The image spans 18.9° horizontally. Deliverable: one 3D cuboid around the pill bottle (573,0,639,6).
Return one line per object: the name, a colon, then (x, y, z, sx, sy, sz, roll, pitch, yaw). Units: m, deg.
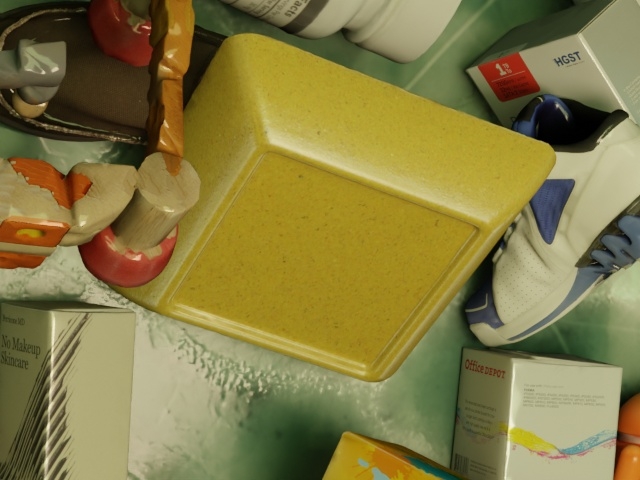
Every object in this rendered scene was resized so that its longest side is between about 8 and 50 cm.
pill bottle: (0.373, -0.189, 1.950, 0.161, 0.161, 0.283, -38, 104, -14)

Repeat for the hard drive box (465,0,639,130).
hard drive box: (0.281, -0.114, 1.905, 0.089, 0.181, 0.232, -41, 104, -30)

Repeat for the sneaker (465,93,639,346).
sneaker: (0.230, -0.039, 1.855, 0.127, 0.315, 0.182, -35, 86, -40)

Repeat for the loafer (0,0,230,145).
loafer: (-0.142, -0.153, 1.789, 0.366, 0.130, 0.134, 3, 91, -19)

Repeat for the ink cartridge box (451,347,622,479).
ink cartridge box: (0.214, 0.200, 1.930, 0.127, 0.128, 0.176, 4, 92, -19)

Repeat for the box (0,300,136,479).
box: (-0.240, 0.195, 1.773, 0.094, 0.113, 0.275, 2, 91, -35)

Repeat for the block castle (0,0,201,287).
block castle: (-0.324, -0.127, 1.585, 0.453, 0.213, 0.303, 6, 69, -19)

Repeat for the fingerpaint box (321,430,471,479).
fingerpaint box: (0.106, 0.455, 1.762, 0.371, 0.163, 0.445, 24, 90, 25)

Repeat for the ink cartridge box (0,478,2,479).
ink cartridge box: (-0.411, 0.150, 1.669, 0.117, 0.207, 0.283, -43, 105, -12)

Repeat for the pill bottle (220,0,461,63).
pill bottle: (-0.045, -0.311, 1.778, 0.361, 0.204, 0.204, 23, 85, -19)

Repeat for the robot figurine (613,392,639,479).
robot figurine: (0.359, 0.247, 1.982, 0.158, 0.128, 0.219, 5, 89, -12)

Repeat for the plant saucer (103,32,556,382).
plant saucer: (0.000, 0.000, 1.764, 0.332, 0.081, 0.333, 20, 130, -18)
